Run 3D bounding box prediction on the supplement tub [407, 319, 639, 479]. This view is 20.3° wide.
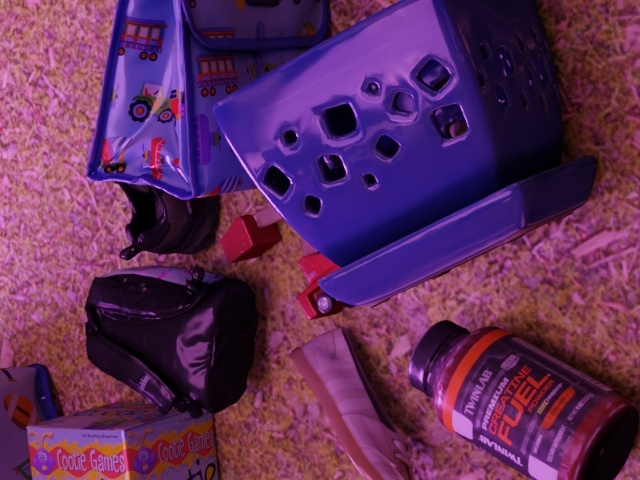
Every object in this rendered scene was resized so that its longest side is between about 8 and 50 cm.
[{"bbox_3d":[0.173,0.143,1.574,0.198,0.106,0.106,28,114,31],"label":"supplement tub"}]

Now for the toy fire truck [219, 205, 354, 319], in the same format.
[{"bbox_3d":[0.000,0.000,1.723,0.192,0.047,0.135,-40,72,35],"label":"toy fire truck"}]

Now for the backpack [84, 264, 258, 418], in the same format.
[{"bbox_3d":[-0.153,0.092,1.816,0.182,0.115,0.152,12,93,37],"label":"backpack"}]

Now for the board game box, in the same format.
[{"bbox_3d":[-0.196,0.317,1.862,0.144,0.142,0.275,-3,94,36],"label":"board game box"}]

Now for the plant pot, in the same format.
[{"bbox_3d":[0.088,-0.079,1.517,0.236,0.236,0.212,-28,86,27],"label":"plant pot"}]

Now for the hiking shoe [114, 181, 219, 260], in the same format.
[{"bbox_3d":[-0.154,-0.091,1.785,0.086,0.114,0.226,9,103,36],"label":"hiking shoe"}]

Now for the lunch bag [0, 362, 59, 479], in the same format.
[{"bbox_3d":[-0.512,0.292,1.987,0.385,0.328,0.238,-26,79,36],"label":"lunch bag"}]

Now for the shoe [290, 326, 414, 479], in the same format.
[{"bbox_3d":[0.045,0.176,1.693,0.058,0.076,0.219,-32,63,0],"label":"shoe"}]

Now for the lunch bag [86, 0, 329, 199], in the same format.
[{"bbox_3d":[-0.090,-0.200,1.649,0.138,0.221,0.293,11,105,36],"label":"lunch bag"}]
